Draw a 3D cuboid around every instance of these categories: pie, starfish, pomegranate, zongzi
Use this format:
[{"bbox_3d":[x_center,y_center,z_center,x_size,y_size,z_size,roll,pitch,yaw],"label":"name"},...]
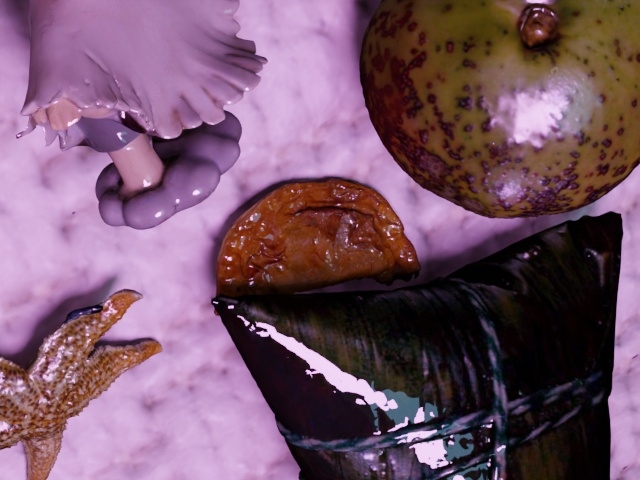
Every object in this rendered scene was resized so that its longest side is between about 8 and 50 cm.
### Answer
[{"bbox_3d":[-0.001,-0.002,1.137,0.191,0.033,0.088,-8,110,-39],"label":"pie"},{"bbox_3d":[-0.199,0.116,1.074,0.208,0.053,0.176,-19,136,-16],"label":"starfish"},{"bbox_3d":[0.130,-0.106,1.077,0.214,0.214,0.248,-32,168,-13],"label":"pomegranate"},{"bbox_3d":[0.062,0.157,1.156,0.362,0.319,0.383,4,98,-33],"label":"zongzi"}]

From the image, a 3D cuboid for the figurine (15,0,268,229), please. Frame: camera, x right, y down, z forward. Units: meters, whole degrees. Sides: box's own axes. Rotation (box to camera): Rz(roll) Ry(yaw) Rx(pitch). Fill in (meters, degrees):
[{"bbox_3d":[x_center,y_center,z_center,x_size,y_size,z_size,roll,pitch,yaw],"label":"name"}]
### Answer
[{"bbox_3d":[-0.145,-0.180,0.860,0.207,0.166,0.387,-58,140,-38],"label":"figurine"}]
